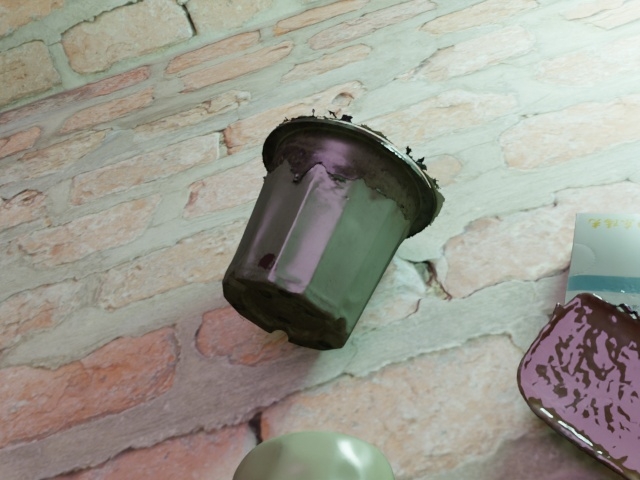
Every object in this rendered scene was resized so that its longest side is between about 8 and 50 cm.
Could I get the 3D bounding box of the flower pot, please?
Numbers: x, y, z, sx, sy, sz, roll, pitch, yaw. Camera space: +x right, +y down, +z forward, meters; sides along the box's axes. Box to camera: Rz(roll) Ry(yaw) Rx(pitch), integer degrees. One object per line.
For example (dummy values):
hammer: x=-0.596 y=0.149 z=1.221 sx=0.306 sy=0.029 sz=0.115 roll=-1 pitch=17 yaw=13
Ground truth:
flower pot: x=0.000 y=0.000 z=0.887 sx=0.291 sy=0.290 sz=0.259 roll=7 pitch=56 yaw=31

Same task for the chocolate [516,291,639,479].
chocolate: x=0.339 y=0.174 z=0.649 sx=0.161 sy=0.083 sz=0.261 roll=-49 pitch=44 yaw=-2

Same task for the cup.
cup: x=-0.046 y=0.313 z=0.577 sx=0.255 sy=0.173 sz=0.202 roll=-12 pitch=37 yaw=9

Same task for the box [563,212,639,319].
box: x=0.484 y=0.051 z=0.752 sx=0.344 sy=0.065 sz=0.200 roll=2 pitch=42 yaw=27
